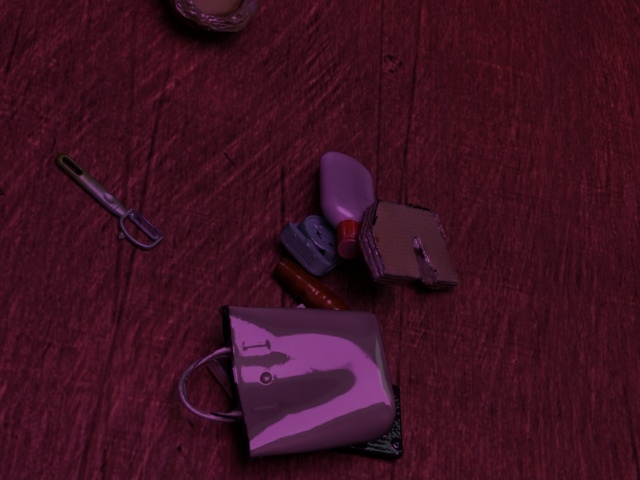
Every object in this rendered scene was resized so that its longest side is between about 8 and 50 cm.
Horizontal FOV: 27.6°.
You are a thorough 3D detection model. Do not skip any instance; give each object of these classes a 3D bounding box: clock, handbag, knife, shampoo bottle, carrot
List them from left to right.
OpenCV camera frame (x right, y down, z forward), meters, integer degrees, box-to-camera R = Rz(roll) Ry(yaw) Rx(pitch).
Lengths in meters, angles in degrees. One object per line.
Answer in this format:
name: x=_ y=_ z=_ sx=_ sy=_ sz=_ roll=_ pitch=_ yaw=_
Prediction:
knife: x=-0.338 y=-0.058 z=2.030 sx=0.212 sy=0.015 sz=0.054 roll=43 pitch=60 yaw=3
handbag: x=-0.051 y=0.202 z=1.911 sx=0.315 sy=0.109 sz=0.241 roll=1 pitch=61 yaw=-25
carrot: x=-0.008 y=0.091 z=2.073 sx=0.161 sy=0.055 sz=0.055 roll=44 pitch=52 yaw=11
clock: x=0.000 y=0.000 z=2.123 sx=0.101 sy=0.041 sz=0.135 roll=46 pitch=33 yaw=11
shampoo bottle: x=0.045 y=-0.056 z=2.151 sx=0.108 sy=0.051 sz=0.221 roll=30 pitch=33 yaw=-24

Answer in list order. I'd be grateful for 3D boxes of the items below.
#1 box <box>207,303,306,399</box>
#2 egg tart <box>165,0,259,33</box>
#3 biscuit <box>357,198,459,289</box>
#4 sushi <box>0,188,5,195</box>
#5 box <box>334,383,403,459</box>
box: x=-0.068 y=0.184 z=1.998 sx=0.198 sy=0.029 sz=0.109 roll=-31 pitch=76 yaw=-37
egg tart: x=-0.198 y=-0.431 z=2.292 sx=0.197 sy=0.078 sz=0.197 roll=13 pitch=56 yaw=-21
biscuit: x=0.138 y=0.009 z=2.129 sx=0.250 sy=0.046 sz=0.147 roll=8 pitch=59 yaw=-56
sushi: x=-0.531 y=-0.063 z=1.915 sx=0.120 sy=0.052 sz=0.055 roll=-13 pitch=67 yaw=-31
box: x=0.068 y=0.272 z=2.008 sx=0.125 sy=0.027 sz=0.126 roll=12 pitch=56 yaw=-19
